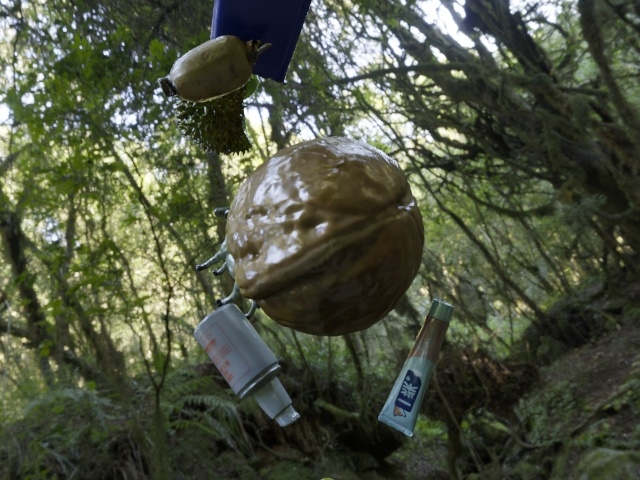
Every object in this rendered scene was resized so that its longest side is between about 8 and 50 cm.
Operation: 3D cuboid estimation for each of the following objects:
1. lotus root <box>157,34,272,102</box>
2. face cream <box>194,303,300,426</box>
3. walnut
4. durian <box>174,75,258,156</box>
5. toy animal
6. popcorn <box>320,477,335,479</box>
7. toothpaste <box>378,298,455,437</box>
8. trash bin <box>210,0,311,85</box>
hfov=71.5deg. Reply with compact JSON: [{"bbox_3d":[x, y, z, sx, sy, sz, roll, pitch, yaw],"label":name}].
[{"bbox_3d":[-0.129,-0.216,0.562,0.151,0.063,0.072,-26,-9,-1],"label":"lotus root"},{"bbox_3d":[-0.132,0.245,0.847,0.101,0.252,0.101,-37,-15,-12],"label":"face cream"},{"bbox_3d":[0.000,0.000,0.708,0.332,0.333,0.333,-22,-30,-13],"label":"walnut"},{"bbox_3d":[-0.222,-0.290,0.949,0.176,0.200,0.237,10,-15,-4],"label":"durian"},{"bbox_3d":[-0.170,0.041,0.936,0.176,0.217,0.073,-43,-18,21],"label":"toy animal"},{"bbox_3d":[0.008,0.604,0.737,0.294,0.292,0.334,-61,6,-2],"label":"popcorn"},{"bbox_3d":[0.148,0.188,0.666,0.036,0.056,0.206,15,-83,-66],"label":"toothpaste"},{"bbox_3d":[-0.073,-0.346,0.590,0.162,0.184,0.235,11,-55,-17],"label":"trash bin"}]
